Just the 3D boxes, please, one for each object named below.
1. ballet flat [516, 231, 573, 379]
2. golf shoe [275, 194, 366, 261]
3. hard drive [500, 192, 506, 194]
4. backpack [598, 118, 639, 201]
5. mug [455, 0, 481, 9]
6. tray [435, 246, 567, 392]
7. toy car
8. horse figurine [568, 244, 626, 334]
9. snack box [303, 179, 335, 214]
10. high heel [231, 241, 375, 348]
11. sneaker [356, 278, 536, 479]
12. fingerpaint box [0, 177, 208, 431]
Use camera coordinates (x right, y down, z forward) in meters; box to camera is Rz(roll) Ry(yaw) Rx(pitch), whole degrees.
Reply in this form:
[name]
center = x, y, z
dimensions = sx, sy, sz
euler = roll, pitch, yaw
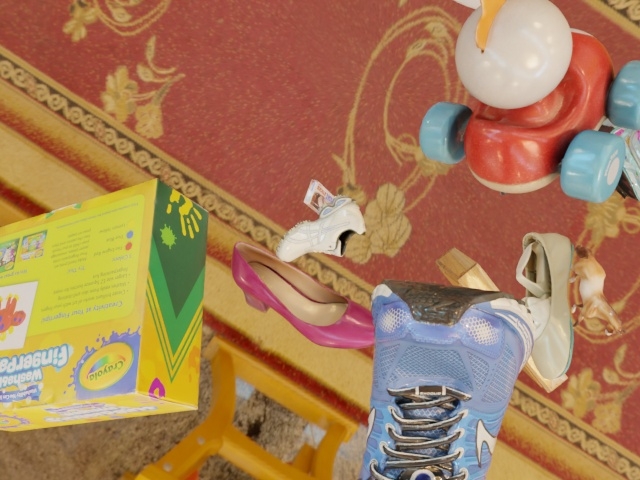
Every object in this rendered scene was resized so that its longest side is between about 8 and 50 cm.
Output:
[ballet flat]
center = 0.332, 0.088, 0.977
dimensions = 0.086, 0.248, 0.086
euler = 10, 145, 8
[golf shoe]
center = 0.000, 0.000, 1.100
dimensions = 0.176, 0.069, 0.086
euler = -37, 71, 25
[hard drive]
center = 0.459, -0.191, 1.576
dimensions = 0.094, 0.022, 0.135
euler = -27, 99, -21
[backpack]
center = 0.598, -0.173, 1.119
dimensions = 0.188, 0.144, 0.165
euler = -34, 101, 0
[mug]
center = 0.396, -0.781, 1.622
dimensions = 0.375, 0.276, 0.328
euler = 7, 131, -15
[tray]
center = 0.482, 0.211, 1.738
dimensions = 0.076, 0.203, 0.411
euler = -41, 103, 3
[toy car]
center = 0.218, -0.190, 0.676
dimensions = 0.219, 0.238, 0.210
euler = 24, 68, 38
[horse figurine]
center = 0.700, 0.127, 1.690
dimensions = 0.066, 0.174, 0.263
euler = 3, 74, -15
[snack box]
center = 0.006, -0.102, 1.718
dimensions = 0.022, 0.178, 0.064
euler = 15, 81, 24
[high heel]
center = -0.034, 0.120, 1.414
dimensions = 0.378, 0.127, 0.181
euler = 13, 139, 22
[sneaker]
center = 0.098, 0.153, 0.521
dimensions = 0.130, 0.147, 0.329
euler = 5, 142, 15
[fingerpaint box]
center = -0.430, 0.132, 1.160
dimensions = 0.445, 0.163, 0.370
euler = -14, 62, 24
